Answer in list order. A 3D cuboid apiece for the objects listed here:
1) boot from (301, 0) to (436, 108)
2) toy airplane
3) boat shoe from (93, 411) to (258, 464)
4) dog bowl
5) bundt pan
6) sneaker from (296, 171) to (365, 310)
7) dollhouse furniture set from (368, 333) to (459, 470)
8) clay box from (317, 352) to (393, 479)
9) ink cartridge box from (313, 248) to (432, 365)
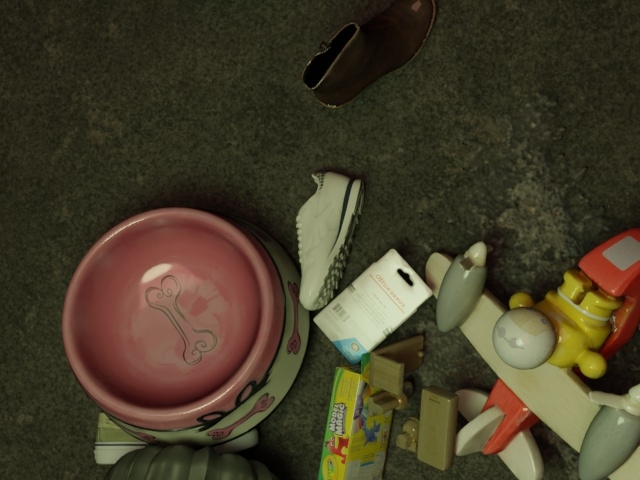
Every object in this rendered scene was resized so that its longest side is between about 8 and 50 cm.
[{"bbox_3d":[0.082,-0.308,1.372,0.090,0.207,0.248,45,98,9],"label":"boot"},{"bbox_3d":[0.313,0.174,1.283,0.386,0.272,0.384,-7,71,34],"label":"toy airplane"},{"bbox_3d":[-0.254,0.325,1.497,0.303,0.109,0.094,-8,84,14],"label":"boat shoe"},{"bbox_3d":[-0.227,0.126,1.415,0.408,0.150,0.407,-3,74,9],"label":"dog bowl"},{"bbox_3d":[-0.196,0.416,1.397,0.331,0.330,0.124,1,57,12],"label":"bundt pan"},{"bbox_3d":[0.000,0.000,1.443,0.095,0.090,0.235,15,74,11],"label":"sneaker"},{"bbox_3d":[0.171,0.245,1.361,0.151,0.123,0.144,15,109,42],"label":"dollhouse furniture set"},{"bbox_3d":[0.065,0.283,1.413,0.053,0.127,0.221,9,91,34],"label":"clay box"},{"bbox_3d":[0.091,0.106,1.440,0.180,0.060,0.104,-43,81,12],"label":"ink cartridge box"}]
